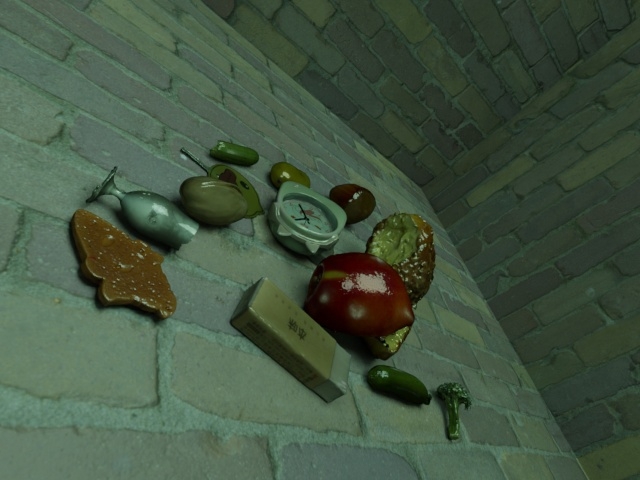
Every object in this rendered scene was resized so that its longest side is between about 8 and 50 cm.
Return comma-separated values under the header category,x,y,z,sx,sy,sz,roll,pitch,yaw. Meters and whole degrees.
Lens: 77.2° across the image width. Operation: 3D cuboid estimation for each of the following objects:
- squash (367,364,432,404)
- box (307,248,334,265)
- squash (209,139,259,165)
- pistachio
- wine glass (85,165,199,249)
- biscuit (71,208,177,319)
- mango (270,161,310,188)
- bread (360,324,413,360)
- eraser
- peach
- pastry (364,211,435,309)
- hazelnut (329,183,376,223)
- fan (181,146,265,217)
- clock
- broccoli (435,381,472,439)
category,x,y,z,sx,sy,sz,roll,pitch,yaw
squash,0.268,0.467,1.284,0.331,0.087,0.087,35,29,-34
box,0.000,0.000,1.507,0.103,0.055,0.244,37,29,-25
squash,-0.300,-0.305,1.411,0.069,0.069,0.239,57,24,13
pistachio,-0.284,-0.107,1.087,0.226,0.136,0.136,15,42,-61
wine glass,-0.387,-0.064,0.897,0.222,0.103,0.103,36,29,-26
biscuit,-0.395,0.050,0.799,0.280,0.043,0.183,45,22,-2
mango,-0.111,-0.240,1.612,0.237,0.091,0.137,13,50,-52
bread,0.206,0.311,1.337,0.129,0.134,0.260,41,28,10
eraser,-0.063,0.255,1.028,0.343,0.078,0.144,44,27,-15
peach,0.134,0.152,1.214,0.361,0.201,0.258,14,22,-5
pastry,0.311,0.100,1.602,0.337,0.292,0.405,62,37,-43
hazelnut,0.140,-0.168,1.846,0.210,0.210,0.186,0,78,-59
fan,-0.309,-0.189,1.305,0.335,0.011,0.230,40,27,-25
clock,-0.056,-0.063,1.375,0.265,0.109,0.324,30,32,-6
broccoli,0.476,0.605,1.431,0.122,0.118,0.204,60,31,-34
